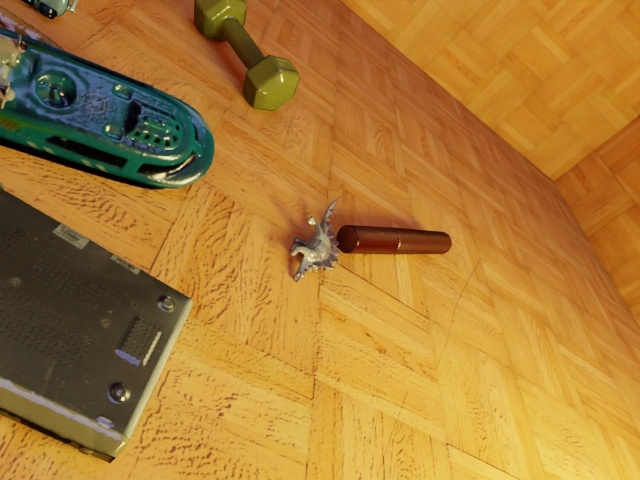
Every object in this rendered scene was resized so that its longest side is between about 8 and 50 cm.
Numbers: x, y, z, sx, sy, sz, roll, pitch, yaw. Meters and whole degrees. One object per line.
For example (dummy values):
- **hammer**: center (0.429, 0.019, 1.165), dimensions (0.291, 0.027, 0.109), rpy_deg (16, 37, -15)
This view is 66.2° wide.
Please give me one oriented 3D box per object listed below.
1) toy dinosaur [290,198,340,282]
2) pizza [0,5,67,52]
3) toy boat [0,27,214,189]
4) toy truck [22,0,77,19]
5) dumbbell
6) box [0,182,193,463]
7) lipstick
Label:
- **toy dinosaur**: center (-0.001, 0.001, 0.828), dimensions (0.082, 0.039, 0.209), rpy_deg (39, 43, -16)
- **pizza**: center (-0.374, -0.225, 0.648), dimensions (0.271, 0.056, 0.134), rpy_deg (49, 24, 7)
- **toy boat**: center (-0.259, -0.151, 0.601), dimensions (0.299, 0.092, 0.134), rpy_deg (15, 81, -36)
- **toy truck**: center (-0.428, -0.394, 0.787), dimensions (0.073, 0.056, 0.090), rpy_deg (32, 21, -9)
- **dumbbell**: center (-0.163, -0.416, 1.056), dimensions (0.121, 0.108, 0.302), rpy_deg (-9, 60, -52)
- **box**: center (-0.267, 0.058, 0.459), dimensions (0.270, 0.045, 0.211), rpy_deg (35, 34, -16)
- **lipstick**: center (0.166, 0.002, 1.006), dimensions (0.357, 0.057, 0.057), rpy_deg (1, 53, -48)
